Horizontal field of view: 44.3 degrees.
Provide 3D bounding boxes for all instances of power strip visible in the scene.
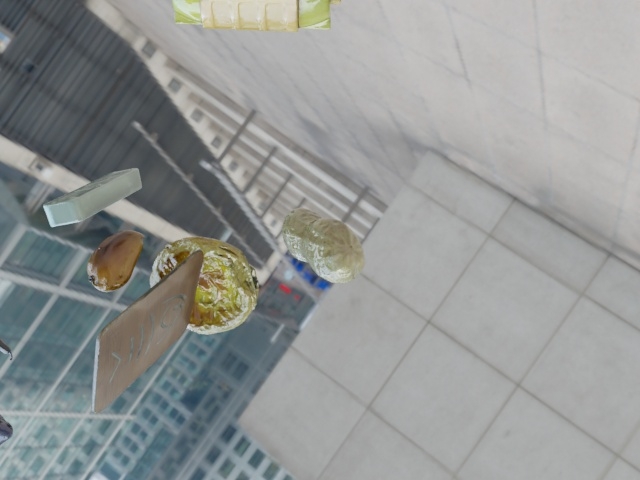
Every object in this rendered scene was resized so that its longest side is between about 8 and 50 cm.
[{"bbox_3d":[-0.544,-0.114,1.937,0.385,0.091,0.062,-56,-44,-70],"label":"power strip"}]

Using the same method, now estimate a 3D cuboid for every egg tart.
[{"bbox_3d":[-0.243,0.089,1.684,0.241,0.241,0.106,35,-155,-10],"label":"egg tart"}]

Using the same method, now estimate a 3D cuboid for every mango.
[{"bbox_3d":[-0.360,0.033,1.386,0.077,0.127,0.063,37,156,-14],"label":"mango"}]

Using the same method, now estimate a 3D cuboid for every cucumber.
[{"bbox_3d":[-0.846,0.253,2.007,0.163,0.043,0.039,40,-179,-31],"label":"cucumber"}]

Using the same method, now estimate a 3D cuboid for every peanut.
[{"bbox_3d":[0.000,0.000,1.658,0.123,0.124,0.256,36,-179,-40],"label":"peanut"}]

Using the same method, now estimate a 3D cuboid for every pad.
[{"bbox_3d":[-0.326,0.172,1.490,0.018,0.284,0.287,35,138,12],"label":"pad"}]

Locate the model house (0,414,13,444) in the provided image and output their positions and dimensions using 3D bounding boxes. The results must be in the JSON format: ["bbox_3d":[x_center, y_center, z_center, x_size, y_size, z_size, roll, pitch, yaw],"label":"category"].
[{"bbox_3d":[-0.497,0.253,0.821,0.245,0.280,0.312,58,-154,-49],"label":"model house"}]

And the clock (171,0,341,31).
[{"bbox_3d":[-0.086,-0.438,1.004,0.244,0.317,0.200,0,-152,-3],"label":"clock"}]
